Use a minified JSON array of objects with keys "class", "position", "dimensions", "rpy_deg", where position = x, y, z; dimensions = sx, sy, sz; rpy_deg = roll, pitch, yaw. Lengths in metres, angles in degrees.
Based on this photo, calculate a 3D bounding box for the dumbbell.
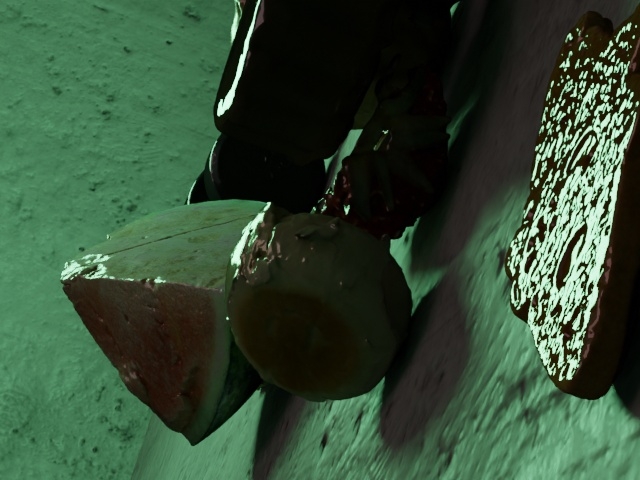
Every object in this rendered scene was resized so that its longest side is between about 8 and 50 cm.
[{"class":"dumbbell","position":[-0.090,-0.060,2.136],"dimensions":[0.218,0.153,0.152],"rpy_deg":[128,161,-67]}]

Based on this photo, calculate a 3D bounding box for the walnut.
[{"class":"walnut","position":[0.016,-0.202,1.547],"dimensions":[0.213,0.213,0.213],"rpy_deg":[-160,90,-82]}]

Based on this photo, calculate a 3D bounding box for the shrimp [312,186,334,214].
[{"class":"shrimp","position":[0.002,0.000,1.786],"dimensions":[0.124,0.034,0.178],"rpy_deg":[-78,1,-60]}]

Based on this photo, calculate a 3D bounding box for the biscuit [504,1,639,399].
[{"class":"biscuit","position":[0.141,-0.026,0.839],"dimensions":[0.280,0.043,0.183],"rpy_deg":[-86,13,-49]}]

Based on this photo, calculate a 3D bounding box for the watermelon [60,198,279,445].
[{"class":"watermelon","position":[-0.130,0.094,1.868],"dimensions":[0.292,0.319,0.222],"rpy_deg":[-29,-67,-54]}]

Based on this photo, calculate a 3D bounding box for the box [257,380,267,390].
[{"class":"box","position":[-0.054,0.104,1.952],"dimensions":[0.073,0.020,0.149],"rpy_deg":[136,153,-73]}]

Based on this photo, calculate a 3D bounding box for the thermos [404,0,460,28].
[{"class":"thermos","position":[0.129,-0.291,1.394],"dimensions":[0.124,0.099,0.232],"rpy_deg":[-126,57,-79]}]

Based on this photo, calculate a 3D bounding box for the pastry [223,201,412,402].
[{"class":"pastry","position":[-0.004,0.048,1.264],"dimensions":[0.088,0.166,0.166],"rpy_deg":[-56,-6,-48]}]

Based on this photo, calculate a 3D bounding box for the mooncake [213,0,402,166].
[{"class":"mooncake","position":[-0.005,-0.175,1.343],"dimensions":[0.228,0.124,0.228],"rpy_deg":[-162,90,-81]}]

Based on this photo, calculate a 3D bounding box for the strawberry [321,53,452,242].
[{"class":"strawberry","position":[0.061,-0.057,1.363],"dimensions":[0.167,0.087,0.208],"rpy_deg":[-61,-3,-6]}]
